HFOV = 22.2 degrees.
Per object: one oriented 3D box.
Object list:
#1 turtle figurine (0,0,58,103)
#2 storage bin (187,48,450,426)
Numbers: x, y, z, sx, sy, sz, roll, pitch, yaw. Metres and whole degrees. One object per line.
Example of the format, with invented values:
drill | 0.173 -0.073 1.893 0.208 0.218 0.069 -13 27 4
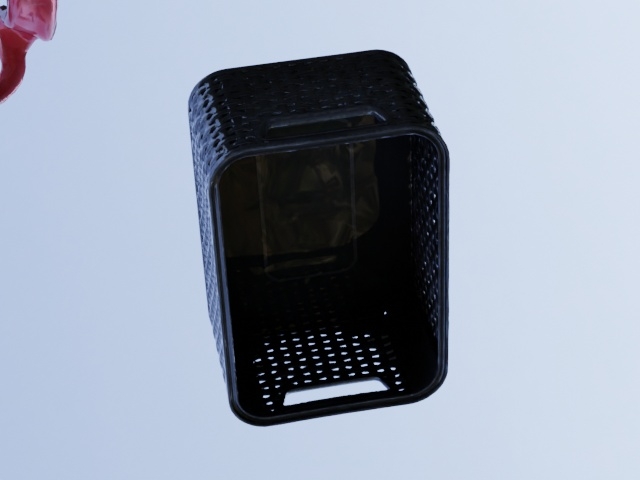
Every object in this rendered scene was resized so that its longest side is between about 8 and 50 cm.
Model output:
turtle figurine | -0.116 -0.128 0.407 0.234 0.175 0.118 22 -127 29
storage bin | 0.000 0.000 0.871 0.122 0.180 0.084 -8 -143 -8
